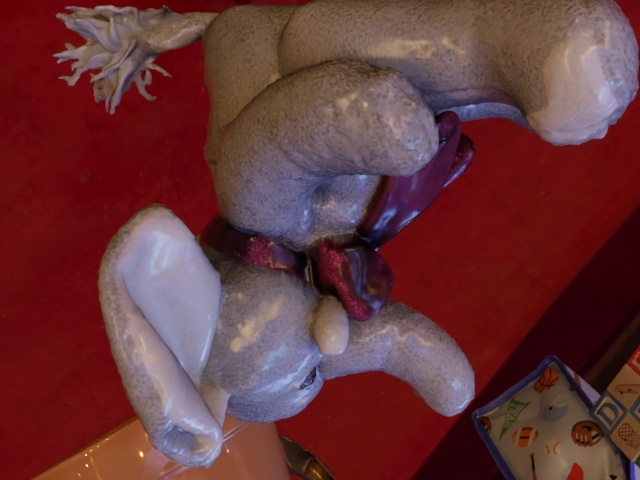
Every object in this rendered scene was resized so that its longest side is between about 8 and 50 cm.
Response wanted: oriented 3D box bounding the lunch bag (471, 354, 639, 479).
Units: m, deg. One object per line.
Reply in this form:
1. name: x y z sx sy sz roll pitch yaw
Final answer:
1. lunch bag: 0.475 0.424 1.262 0.239 0.385 0.328 -43 115 12

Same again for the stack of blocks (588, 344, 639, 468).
1. stack of blocks: 0.476 0.154 0.906 0.087 0.171 0.297 14 115 -34

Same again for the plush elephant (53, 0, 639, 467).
1. plush elephant: 0.000 0.000 0.451 0.329 0.272 0.256 4 99 6

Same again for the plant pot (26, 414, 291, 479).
1. plant pot: -0.152 0.281 0.864 0.290 0.291 0.204 -30 86 -10

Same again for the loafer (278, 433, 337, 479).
1. loafer: -0.030 0.436 1.517 0.170 0.061 0.062 36 56 2
